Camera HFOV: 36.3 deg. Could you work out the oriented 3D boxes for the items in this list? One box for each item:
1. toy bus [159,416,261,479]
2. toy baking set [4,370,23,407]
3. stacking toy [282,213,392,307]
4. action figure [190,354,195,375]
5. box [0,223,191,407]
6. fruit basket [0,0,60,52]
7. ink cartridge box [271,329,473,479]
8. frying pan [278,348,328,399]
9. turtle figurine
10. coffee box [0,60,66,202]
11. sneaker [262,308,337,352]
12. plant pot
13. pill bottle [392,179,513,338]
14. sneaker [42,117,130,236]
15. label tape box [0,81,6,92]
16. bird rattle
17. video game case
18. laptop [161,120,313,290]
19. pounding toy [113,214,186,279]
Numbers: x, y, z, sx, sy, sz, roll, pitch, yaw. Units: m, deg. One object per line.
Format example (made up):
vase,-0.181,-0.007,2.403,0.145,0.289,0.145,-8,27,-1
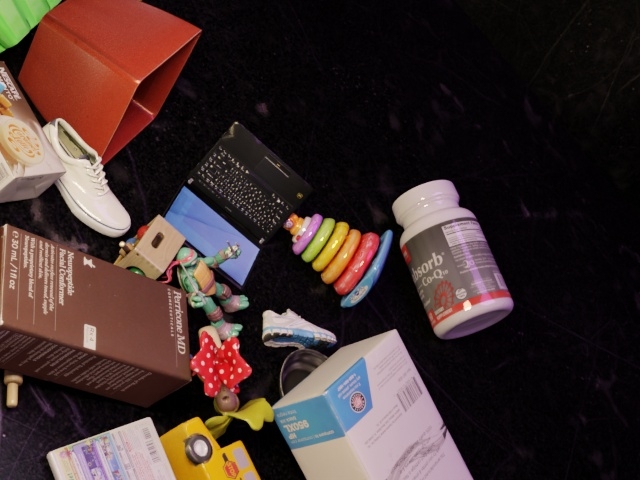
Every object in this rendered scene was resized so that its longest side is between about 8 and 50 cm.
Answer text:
toy bus,-0.161,0.471,1.709,0.130,0.108,0.333,-15,73,-50
toy baking set,-0.571,0.163,1.582,0.196,0.030,0.256,23,48,-33
stacking toy,0.000,0.000,2.221,0.301,0.175,0.166,33,43,-7
action figure,-0.278,0.212,1.850,0.115,0.030,0.038,44,35,-15
box,-0.407,0.138,1.651,0.381,0.143,0.191,26,43,-43
fruit basket,-0.686,-0.551,1.844,0.392,0.283,0.392,34,48,-47
ink cartridge box,0.116,0.424,1.940,0.285,0.166,0.395,-33,97,-51
frying pan,0.006,0.283,2.069,0.197,0.053,0.326,45,38,-14
turtle figurine,-0.219,0.079,1.906,0.175,0.118,0.234,-59,140,-33
coffee box,-0.591,-0.197,1.763,0.247,0.098,0.141,59,25,7
sneaker,-0.045,0.186,2.081,0.190,0.071,0.083,17,45,-37
plant pot,-0.438,-0.345,1.944,0.235,0.267,0.267,36,40,-3
pill bottle,0.323,0.047,2.451,0.210,0.210,0.363,1,61,-46
sneaker,-0.452,-0.120,1.870,0.258,0.091,0.094,49,38,-6
label tape box,-0.722,-0.233,1.549,0.347,0.249,0.115,30,44,-27
bird rattle,-0.193,0.248,1.787,0.207,0.143,0.254,-121,-171,-50
video game case,-0.329,0.421,1.620,0.193,0.023,0.212,-14,73,-40
laptop,-0.175,-0.077,2.087,0.234,0.264,0.136,41,3,-17
pounding toy,-0.342,0.025,1.843,0.100,0.130,0.141,42,40,-14
